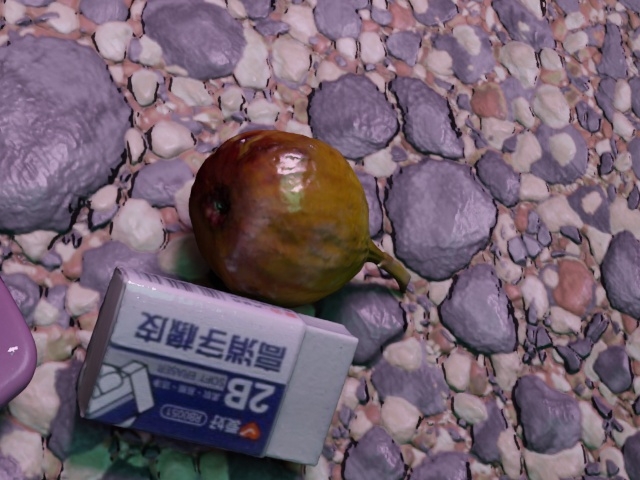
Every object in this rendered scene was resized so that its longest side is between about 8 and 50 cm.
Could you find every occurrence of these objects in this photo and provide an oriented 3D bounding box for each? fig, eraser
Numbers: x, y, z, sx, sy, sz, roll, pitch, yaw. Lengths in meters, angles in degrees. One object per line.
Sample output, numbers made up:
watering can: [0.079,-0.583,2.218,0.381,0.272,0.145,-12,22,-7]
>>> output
fig: [0.000,0.000,1.246,0.257,0.159,0.159,27,51,-42]
eraser: [-0.086,0.107,1.144,0.210,0.068,0.124,16,95,-20]

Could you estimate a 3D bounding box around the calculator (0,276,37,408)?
calculator: [-0.347,0.037,1.052,0.294,0.043,0.194,50,49,5]
